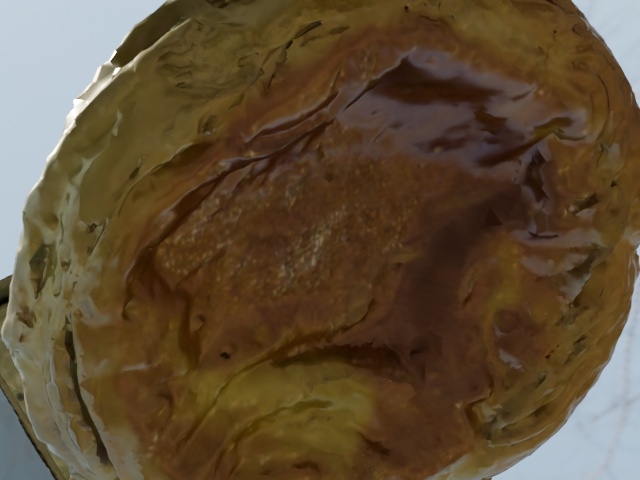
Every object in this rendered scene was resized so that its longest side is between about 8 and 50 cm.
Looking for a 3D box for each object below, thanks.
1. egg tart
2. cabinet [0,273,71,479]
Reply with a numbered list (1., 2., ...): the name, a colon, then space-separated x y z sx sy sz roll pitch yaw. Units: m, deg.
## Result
1. egg tart: 0.000 0.000 0.949 0.352 0.352 0.150 21 -164 -35
2. cabinet: -0.194 0.115 1.284 0.150 0.206 0.145 -27 -99 -39
